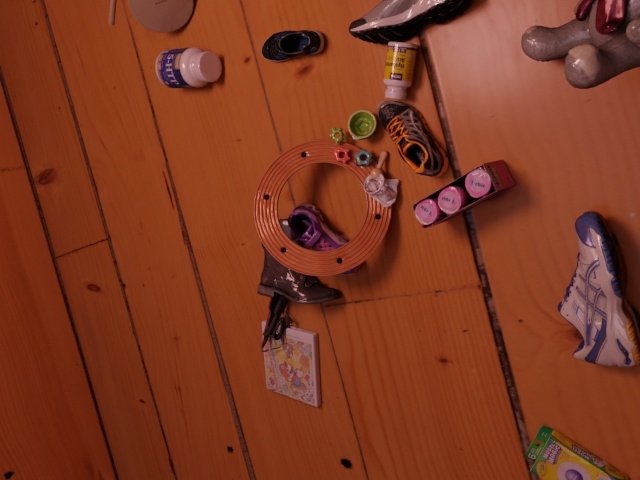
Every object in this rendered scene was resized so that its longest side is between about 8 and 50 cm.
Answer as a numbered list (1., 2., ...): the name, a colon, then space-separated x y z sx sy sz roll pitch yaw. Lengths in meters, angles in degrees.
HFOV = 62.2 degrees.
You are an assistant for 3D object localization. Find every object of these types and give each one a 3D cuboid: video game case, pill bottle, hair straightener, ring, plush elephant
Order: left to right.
1. pill bottle: -0.381 -0.502 1.542 0.187 0.112 0.111 10 108 37
2. hair straightener: -0.124 0.230 1.541 0.089 0.047 0.230 30 106 35
3. video game case: -0.089 0.364 1.585 0.207 0.026 0.226 7 106 38
4. ring: 0.004 -0.080 1.286 0.337 0.032 0.336 -1 83 9
5. pill bottle: 0.172 -0.370 1.156 0.065 0.065 0.116 19 114 34
6. plush elephant: 0.468 -0.406 0.773 0.330 0.271 0.255 -13 118 17

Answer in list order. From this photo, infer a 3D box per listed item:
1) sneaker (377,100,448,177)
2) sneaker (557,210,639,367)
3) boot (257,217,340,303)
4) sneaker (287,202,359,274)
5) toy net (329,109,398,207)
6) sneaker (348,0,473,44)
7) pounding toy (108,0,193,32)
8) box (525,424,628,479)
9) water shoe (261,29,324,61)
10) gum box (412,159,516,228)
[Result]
1. sneaker: 0.193 -0.227 1.165 0.214 0.083 0.084 53 129 18
2. sneaker: 0.497 0.096 0.982 0.131 0.112 0.296 -13 93 41
3. boot: -0.064 0.048 1.439 0.263 0.091 0.228 7 92 19
4. sneaker: 0.000 0.000 1.346 0.236 0.104 0.095 44 102 11
5. toy net: 0.103 -0.182 1.242 0.122 0.045 0.232 -22 82 9
6. sneaker: 0.181 -0.491 1.107 0.272 0.100 0.107 -11 85 34
7. pounding toy: -0.493 -0.714 1.533 0.182 0.237 0.110 110 149 -45
8. box: 0.524 0.477 1.105 0.179 0.043 0.105 31 119 31
9. water shoe: -0.087 -0.493 1.324 0.203 0.080 0.072 4 104 38
10. gum box: 0.292 -0.093 1.102 0.188 0.107 0.062 -31 81 40
